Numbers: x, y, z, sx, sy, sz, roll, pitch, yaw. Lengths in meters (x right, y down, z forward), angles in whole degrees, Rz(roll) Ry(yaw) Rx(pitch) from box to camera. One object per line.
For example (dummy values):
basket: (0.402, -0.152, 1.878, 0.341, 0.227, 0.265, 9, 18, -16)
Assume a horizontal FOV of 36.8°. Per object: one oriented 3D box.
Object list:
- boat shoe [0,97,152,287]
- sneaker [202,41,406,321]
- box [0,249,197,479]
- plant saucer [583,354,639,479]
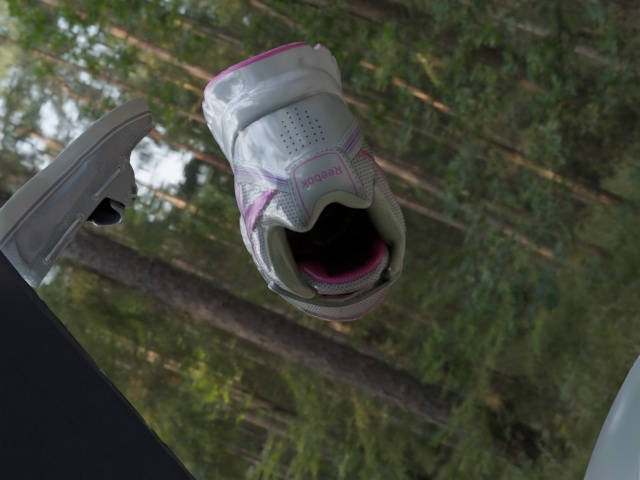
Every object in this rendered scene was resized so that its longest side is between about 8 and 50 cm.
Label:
boat shoe: (-0.213, -0.043, 0.877, 0.079, 0.081, 0.227, -36, 14, 49)
sneaker: (0.000, 0.000, 0.596, 0.252, 0.102, 0.111, 64, -177, -59)
box: (-0.213, 0.117, 0.407, 0.312, 0.343, 0.179, -1, 41, 48)
plant saucer: (0.202, 0.066, 0.259, 0.400, 0.100, 0.400, -42, 23, 22)
